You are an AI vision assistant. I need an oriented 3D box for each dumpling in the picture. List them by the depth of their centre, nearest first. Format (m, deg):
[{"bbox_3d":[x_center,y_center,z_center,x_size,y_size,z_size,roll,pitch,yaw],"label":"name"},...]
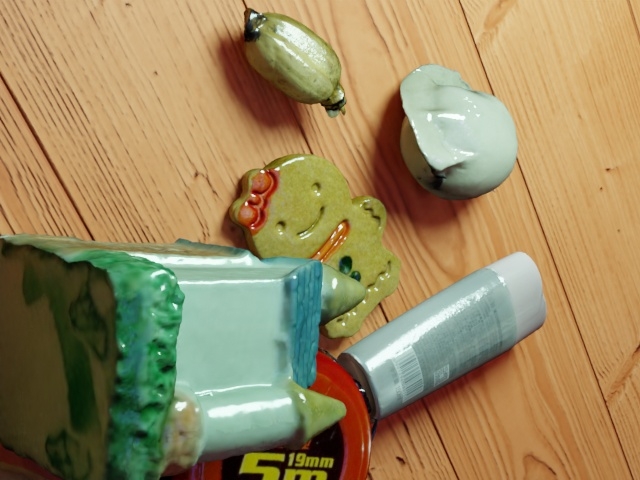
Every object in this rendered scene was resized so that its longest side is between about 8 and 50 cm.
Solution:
[{"bbox_3d":[0.152,-0.121,1.269,0.176,0.092,0.150,-3,86,-29],"label":"dumpling"}]

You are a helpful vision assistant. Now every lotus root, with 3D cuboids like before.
[{"bbox_3d":[-0.024,-0.176,1.146,0.152,0.063,0.072,41,48,-26],"label":"lotus root"}]

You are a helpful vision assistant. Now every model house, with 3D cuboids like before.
[{"bbox_3d":[-0.091,0.094,1.017,0.325,0.267,0.194,-3,97,-35],"label":"model house"}]

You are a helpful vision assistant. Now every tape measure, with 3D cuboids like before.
[{"bbox_3d":[-0.059,0.220,1.167,0.253,0.114,0.260,12,88,-36],"label":"tape measure"}]

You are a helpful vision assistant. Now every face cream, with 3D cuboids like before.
[{"bbox_3d":[0.145,0.110,1.310,0.269,0.073,0.107,-26,118,-28],"label":"face cream"}]

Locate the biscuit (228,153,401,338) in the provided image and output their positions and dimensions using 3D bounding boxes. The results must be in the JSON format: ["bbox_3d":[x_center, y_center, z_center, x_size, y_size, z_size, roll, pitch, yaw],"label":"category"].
[{"bbox_3d":[0.000,0.000,1.213,0.166,0.036,0.225,-45,120,-18],"label":"biscuit"}]

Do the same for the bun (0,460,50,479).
[{"bbox_3d":[-0.291,0.282,0.954,0.231,0.231,0.133,48,27,-31],"label":"bun"}]
